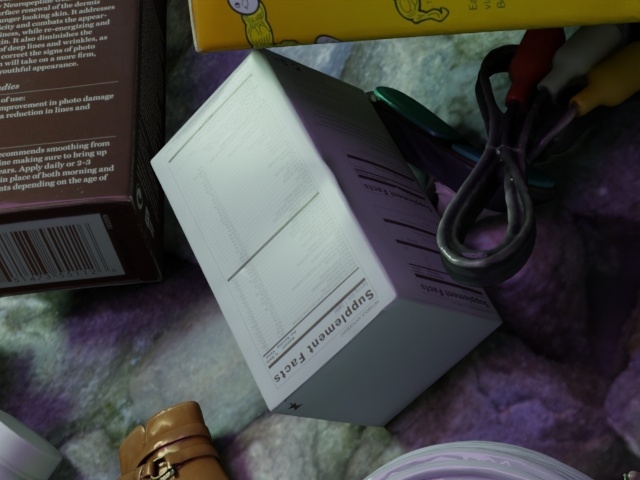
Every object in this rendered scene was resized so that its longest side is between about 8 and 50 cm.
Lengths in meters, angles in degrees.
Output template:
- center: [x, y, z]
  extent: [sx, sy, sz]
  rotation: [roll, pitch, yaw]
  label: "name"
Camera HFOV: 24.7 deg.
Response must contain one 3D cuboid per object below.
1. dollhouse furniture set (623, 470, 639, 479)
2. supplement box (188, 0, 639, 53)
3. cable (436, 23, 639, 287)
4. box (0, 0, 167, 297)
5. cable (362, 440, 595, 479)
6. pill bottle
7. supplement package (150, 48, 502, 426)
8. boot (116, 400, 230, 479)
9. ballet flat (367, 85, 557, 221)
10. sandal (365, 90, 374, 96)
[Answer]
- center: [0.183, 0.193, 0.942]
  extent: [0.152, 0.058, 0.076]
  rotation: [2, 55, 19]
  label: "dollhouse furniture set"
- center: [0.096, -0.248, 1.034]
  extent: [0.356, 0.194, 0.195]
  rotation: [-2, 103, 15]
  label: "supplement box"
- center: [0.142, -0.085, 1.056]
  extent: [0.139, 0.072, 0.287]
  rotation: [18, 45, 28]
  label: "cable"
- center: [-0.252, -0.138, 1.391]
  extent: [0.191, 0.143, 0.381]
  rotation: [-6, 55, 4]
  label: "box"
- center: [0.091, 0.248, 0.868]
  extent: [0.257, 0.089, 0.257]
  rotation: [-42, 71, 7]
  label: "cable"
- center: [-0.310, 0.243, 1.250]
  extent: [0.108, 0.108, 0.193]
  rotation: [31, 84, 46]
  label: "pill bottle"
- center: [0.000, 0.000, 1.091]
  extent: [0.139, 0.134, 0.244]
  rotation: [-43, 56, 24]
  label: "supplement package"
- center: [-0.090, 0.189, 1.136]
  extent: [0.197, 0.073, 0.152]
  rotation: [-25, 45, 21]
  label: "boot"
- center: [0.102, -0.055, 1.149]
  extent: [0.203, 0.074, 0.074]
  rotation: [35, 87, 40]
  label: "ballet flat"
- center: [0.000, -0.056, 1.254]
  extent: [0.179, 0.040, 0.067]
  rotation: [-41, 48, -11]
  label: "sandal"
